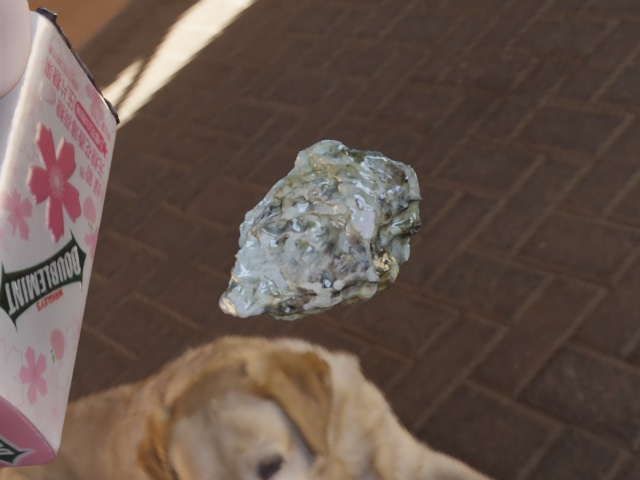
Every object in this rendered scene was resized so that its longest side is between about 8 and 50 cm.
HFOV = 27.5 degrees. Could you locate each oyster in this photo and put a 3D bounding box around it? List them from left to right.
[{"bbox_3d":[-0.001,0.000,0.637,0.098,0.100,0.037,5,34,4],"label":"oyster"}]

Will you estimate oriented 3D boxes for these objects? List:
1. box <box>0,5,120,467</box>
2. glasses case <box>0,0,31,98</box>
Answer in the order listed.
[{"bbox_3d":[-0.269,-0.011,1.125,0.112,0.190,0.369,-4,57,15],"label":"box"},{"bbox_3d":[-0.330,-0.125,0.846,0.297,0.113,0.075,-15,26,-34],"label":"glasses case"}]
